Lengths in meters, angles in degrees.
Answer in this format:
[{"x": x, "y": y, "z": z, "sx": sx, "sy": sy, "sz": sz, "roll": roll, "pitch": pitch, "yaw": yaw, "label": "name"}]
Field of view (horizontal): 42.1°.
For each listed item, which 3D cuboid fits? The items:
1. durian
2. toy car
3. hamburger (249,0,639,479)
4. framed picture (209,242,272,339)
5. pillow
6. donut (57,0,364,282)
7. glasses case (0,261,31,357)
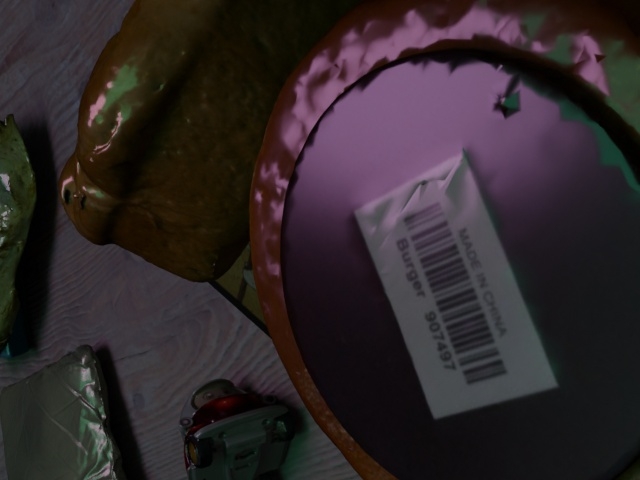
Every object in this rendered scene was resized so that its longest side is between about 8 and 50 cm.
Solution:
[{"x": -0.494, "y": 0.005, "z": 1.137, "sx": 0.163, "sy": 0.198, "sz": 0.395, "roll": -124, "pitch": 42, "yaw": -67, "label": "durian"}, {"x": -0.101, "y": 0.206, "z": 0.867, "sx": 0.112, "sy": 0.112, "sz": 0.139, "roll": 45, "pitch": 136, "yaw": 46, "label": "toy car"}, {"x": 0.138, "y": -0.002, "z": 0.491, "sx": 0.330, "sy": 0.250, "sz": 0.330, "roll": 11, "pitch": 106, "yaw": 42, "label": "hamburger"}, {"x": 0.000, "y": 0.000, "z": 0.782, "sx": 0.338, "sy": 0.014, "sz": 0.255, "roll": 38, "pitch": 122, "yaw": 32, "label": "framed picture"}, {"x": -0.341, "y": 0.306, "z": 1.123, "sx": 0.274, "sy": 0.076, "sz": 0.281, "roll": -27, "pitch": 74, "yaw": 40, "label": "pillow"}, {"x": -0.066, "y": -0.125, "z": 0.637, "sx": 0.150, "sy": 0.299, "sz": 0.317, "roll": 30, "pitch": 138, "yaw": -6, "label": "donut"}, {"x": -0.488, "y": 0.018, "z": 1.209, "sx": 0.117, "sy": 0.070, "sz": 0.301, "roll": -4, "pitch": 94, "yaw": 28, "label": "glasses case"}]
